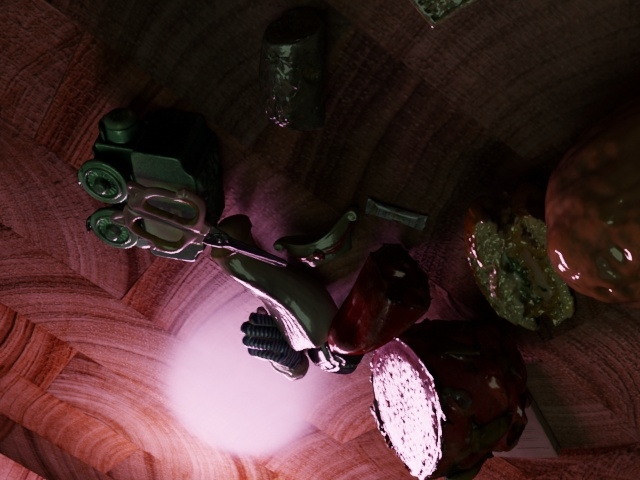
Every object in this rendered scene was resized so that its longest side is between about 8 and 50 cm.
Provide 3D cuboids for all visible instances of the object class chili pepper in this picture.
[{"bbox_3d":[0.095,0.139,1.444,0.144,0.136,0.252,43,125,13],"label":"chili pepper"}]

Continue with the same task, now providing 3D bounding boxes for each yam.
[{"bbox_3d":[-0.042,-0.251,1.184,0.107,0.107,0.183,15,135,11],"label":"yam"}]

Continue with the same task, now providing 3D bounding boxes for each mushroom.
[{"bbox_3d":[-0.096,0.090,1.541,0.159,0.122,0.328,-31,117,24],"label":"mushroom"}]

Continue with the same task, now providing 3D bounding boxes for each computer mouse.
[{"bbox_3d":[0.038,0.241,1.683,0.106,0.062,0.192,32,137,-8],"label":"computer mouse"}]

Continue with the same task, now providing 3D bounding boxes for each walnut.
[{"bbox_3d":[0.462,-0.056,1.007,0.306,0.306,0.344,28,140,-4],"label":"walnut"}]

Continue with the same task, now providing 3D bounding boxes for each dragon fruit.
[{"bbox_3d":[0.272,0.290,1.465,0.263,0.314,0.296,-9,108,-22],"label":"dragon fruit"}]

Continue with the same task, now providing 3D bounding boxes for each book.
[{"bbox_3d":[0.370,0.377,1.697,0.215,0.025,0.282,-8,129,33],"label":"book"}]

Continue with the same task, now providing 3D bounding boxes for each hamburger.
[{"bbox_3d":[0.311,0.019,1.256,0.144,0.156,0.283,-18,132,14],"label":"hamburger"}]

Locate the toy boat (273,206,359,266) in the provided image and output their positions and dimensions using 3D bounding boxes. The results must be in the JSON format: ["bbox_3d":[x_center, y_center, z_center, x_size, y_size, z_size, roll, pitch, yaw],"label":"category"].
[{"bbox_3d":[0.001,0.001,1.437,0.185,0.089,0.071,-22,105,28],"label":"toy boat"}]

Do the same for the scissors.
[{"bbox_3d":[-0.201,-0.012,1.382,0.317,0.024,0.160,22,131,-19],"label":"scissors"}]

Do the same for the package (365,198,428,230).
[{"bbox_3d":[0.132,-0.045,1.376,0.110,0.015,0.037,18,133,5],"label":"package"}]

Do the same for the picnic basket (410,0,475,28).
[{"bbox_3d":[0.168,-0.381,0.922,0.196,0.134,0.154,-25,123,41],"label":"picnic basket"}]

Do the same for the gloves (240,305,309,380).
[{"bbox_3d":[-0.094,0.222,1.701,0.097,0.119,0.229,-31,136,13],"label":"gloves"}]

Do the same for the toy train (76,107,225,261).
[{"bbox_3d":[-0.297,-0.095,1.421,0.238,0.167,0.299,9,138,9],"label":"toy train"}]
